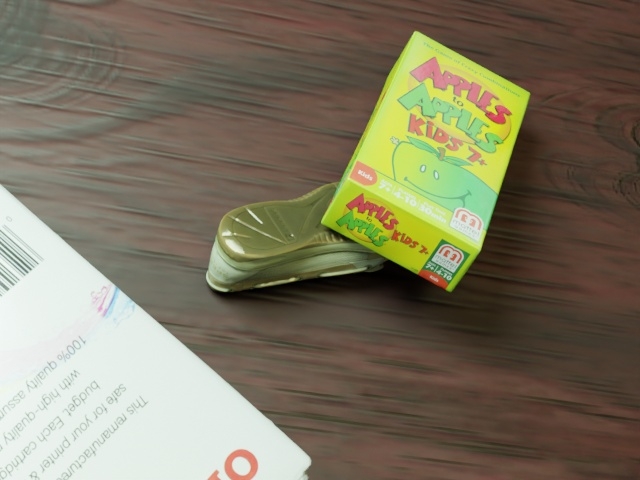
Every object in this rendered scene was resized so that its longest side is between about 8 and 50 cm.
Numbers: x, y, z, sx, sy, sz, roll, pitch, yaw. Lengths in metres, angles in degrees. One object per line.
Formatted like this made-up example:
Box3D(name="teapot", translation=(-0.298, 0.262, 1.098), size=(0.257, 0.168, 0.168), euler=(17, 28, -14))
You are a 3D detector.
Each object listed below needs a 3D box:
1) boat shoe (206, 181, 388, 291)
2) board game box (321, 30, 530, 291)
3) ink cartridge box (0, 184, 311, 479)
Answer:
Box3D(name="boat shoe", translation=(0.000, 0.002, 0.928), size=(0.153, 0.048, 0.056), euler=(-12, 55, -32))
Box3D(name="board game box", translation=(0.072, -0.056, 0.952), size=(0.092, 0.043, 0.181), euler=(28, 41, -3))
Box3D(name="ink cartridge box", translation=(-0.177, 0.109, 0.754), size=(0.278, 0.117, 0.201), euler=(41, 57, 6))
